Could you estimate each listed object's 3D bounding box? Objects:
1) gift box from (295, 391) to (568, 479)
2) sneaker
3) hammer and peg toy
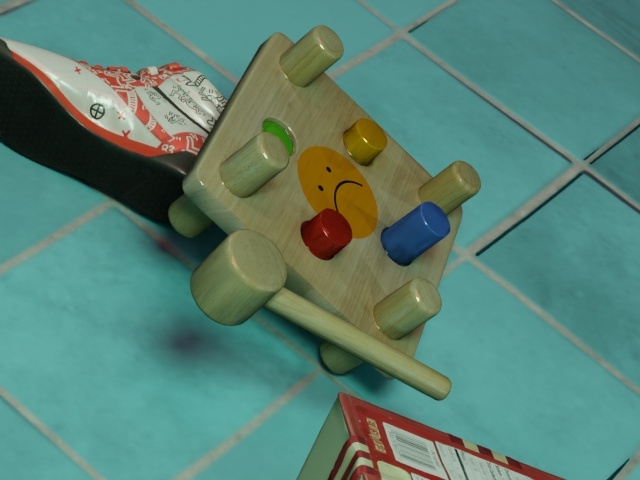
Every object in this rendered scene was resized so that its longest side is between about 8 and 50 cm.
[{"bbox_3d":[0.048,0.273,1.185,0.276,0.258,0.255,22,14,-8],"label":"gift box"},{"bbox_3d":[-0.199,-0.126,1.668,0.270,0.090,0.145,31,38,1],"label":"sneaker"},{"bbox_3d":[0.000,0.000,1.557,0.266,0.127,0.361,42,37,-16],"label":"hammer and peg toy"}]
